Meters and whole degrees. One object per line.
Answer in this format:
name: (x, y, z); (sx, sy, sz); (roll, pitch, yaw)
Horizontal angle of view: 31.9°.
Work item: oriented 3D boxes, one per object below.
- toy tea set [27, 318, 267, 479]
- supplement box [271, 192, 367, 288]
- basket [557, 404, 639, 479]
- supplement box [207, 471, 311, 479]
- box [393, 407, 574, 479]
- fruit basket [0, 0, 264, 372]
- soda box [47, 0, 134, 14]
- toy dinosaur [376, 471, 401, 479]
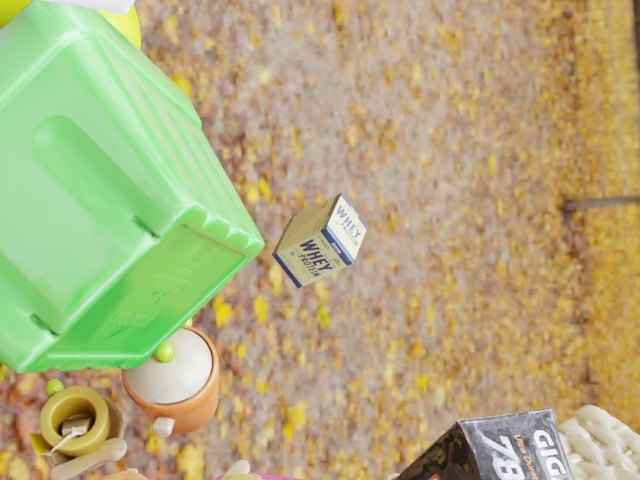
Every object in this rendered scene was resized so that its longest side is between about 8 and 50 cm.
toy tea set: (-0.144, 0.223, 1.050); (0.336, 0.200, 0.124); (54, -16, 30)
supplement box: (0.000, 0.000, 1.332); (0.056, 0.083, 0.083); (52, 31, -20)
basket: (0.251, 0.378, 1.020); (0.328, 0.331, 0.266); (-27, 132, -28)
supplement box: (-0.077, 0.372, 1.214); (0.114, 0.111, 0.220); (-5, 96, -60)
box: (0.079, 0.288, 0.610); (0.073, 0.295, 0.293); (1, 55, -28)
fruit basket: (-0.231, -0.095, 0.894); (0.392, 0.283, 0.392); (46, 1, -1)
soda box: (-0.088, -0.223, 0.574); (0.069, 0.216, 0.074); (-3, 51, -51)
toy dinosaur: (0.025, 0.236, 0.929); (0.064, 0.112, 0.211); (43, 52, 1)
